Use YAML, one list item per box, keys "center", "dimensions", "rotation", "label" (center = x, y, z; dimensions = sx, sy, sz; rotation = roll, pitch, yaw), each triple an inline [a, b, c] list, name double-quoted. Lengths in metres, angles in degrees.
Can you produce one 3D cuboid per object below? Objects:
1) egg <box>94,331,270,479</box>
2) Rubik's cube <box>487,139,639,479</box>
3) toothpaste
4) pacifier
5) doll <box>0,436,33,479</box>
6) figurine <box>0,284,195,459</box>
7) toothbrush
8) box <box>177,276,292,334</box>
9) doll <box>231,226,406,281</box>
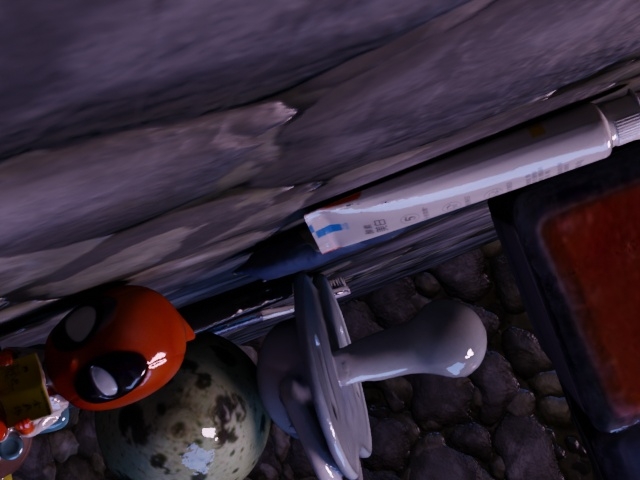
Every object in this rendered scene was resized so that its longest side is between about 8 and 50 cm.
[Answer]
- center: [-0.136, 0.176, 1.012]
  dimensions: [0.177, 0.177, 0.228]
  rotation: [-21, 179, -8]
  label: "egg"
- center: [0.317, 0.054, 0.723]
  dimensions: [0.318, 0.313, 0.316]
  rotation: [-21, 180, 7]
  label: "Rubik's cube"
- center: [0.085, -0.036, 0.542]
  dimensions: [0.190, 0.031, 0.048]
  rotation: [-20, 153, 3]
  label: "toothpaste"
- center: [0.059, 0.131, 1.015]
  dimensions: [0.226, 0.238, 0.287]
  rotation: [-18, 172, 9]
  label: "pacifier"
- center: [-0.310, 0.171, 0.784]
  dimensions: [0.145, 0.096, 0.188]
  rotation: [-30, 163, 14]
  label: "doll"
- center: [-0.133, 0.069, 0.536]
  dimensions: [0.140, 0.068, 0.075]
  rotation: [-18, 172, -13]
  label: "figurine"
- center: [-0.095, 0.099, 1.274]
  dimensions: [0.288, 0.026, 0.024]
  rotation: [-18, 157, -17]
  label: "toothbrush"
- center: [-0.092, 0.068, 0.924]
  dimensions: [0.125, 0.027, 0.126]
  rotation: [-20, 175, -22]
  label: "box"
- center: [0.000, 0.000, 0.606]
  dimensions: [0.125, 0.027, 0.037]
  rotation: [-21, 175, 29]
  label: "doll"
